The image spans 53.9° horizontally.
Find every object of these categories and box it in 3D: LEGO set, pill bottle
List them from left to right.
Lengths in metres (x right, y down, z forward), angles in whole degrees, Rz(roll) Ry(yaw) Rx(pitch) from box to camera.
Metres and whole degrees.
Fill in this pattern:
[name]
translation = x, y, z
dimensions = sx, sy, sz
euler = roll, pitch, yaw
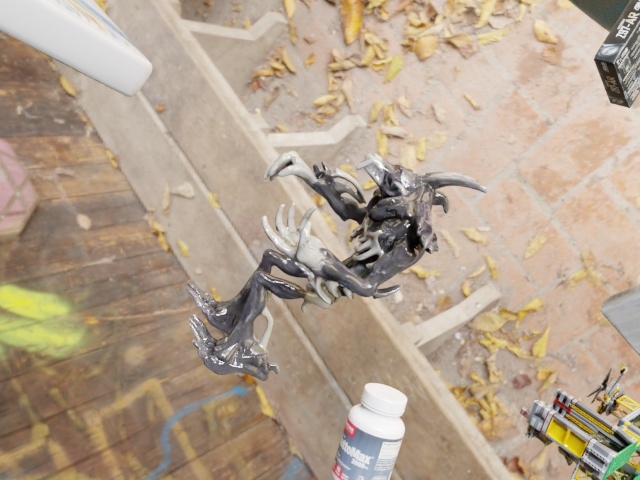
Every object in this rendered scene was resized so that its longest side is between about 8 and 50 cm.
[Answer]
[pill bottle]
translation = 0.093, 0.360, 1.150
dimensions = 0.107, 0.108, 0.180
euler = 20, 98, 33
[LEGO set]
translation = 0.503, 0.399, 1.228
dimensions = 0.192, 0.331, 0.255
euler = 35, 129, 42

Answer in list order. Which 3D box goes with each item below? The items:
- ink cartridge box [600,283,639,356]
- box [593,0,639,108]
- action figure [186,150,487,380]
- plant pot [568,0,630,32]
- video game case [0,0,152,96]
[ink cartridge box]
translation = 0.529, 0.135, 0.920
dimensions = 0.179, 0.045, 0.145
euler = 47, 144, -2
[box]
translation = 0.257, -0.160, 0.506
dimensions = 0.018, 0.067, 0.083
euler = 32, 89, 42
[action figure]
translation = 0.000, 0.000, 0.547
dimensions = 0.275, 0.164, 0.141
euler = -38, 109, 10
[plant pot]
translation = 0.497, -0.367, 0.796
dimensions = 0.252, 0.248, 0.247
euler = 37, 93, -16
[video game case]
translation = -0.300, -0.244, 0.410
dimensions = 0.036, 0.329, 0.300
euler = -50, 59, 11
